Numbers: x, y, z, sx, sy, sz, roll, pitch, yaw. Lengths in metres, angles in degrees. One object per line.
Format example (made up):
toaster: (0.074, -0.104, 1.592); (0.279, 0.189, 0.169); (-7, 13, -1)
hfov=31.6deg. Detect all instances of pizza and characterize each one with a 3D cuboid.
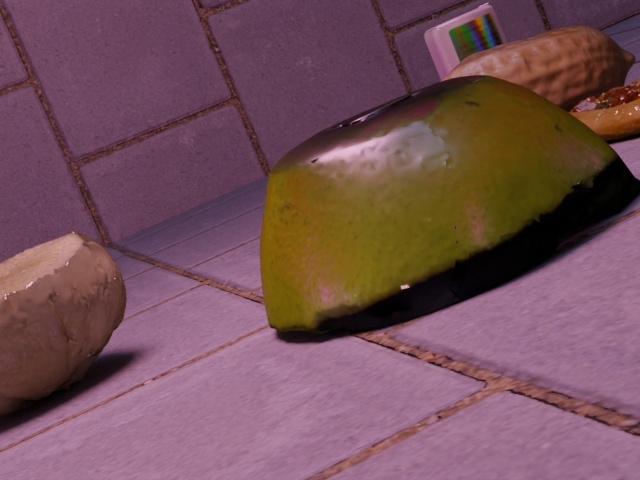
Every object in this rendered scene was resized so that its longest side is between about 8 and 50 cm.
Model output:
pizza: (0.412, -0.180, 1.468); (0.197, 0.058, 0.292); (-25, 8, -21)

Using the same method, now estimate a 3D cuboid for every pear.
pear: (0.098, -0.057, 1.132); (0.399, 0.165, 0.399); (-22, 8, 3)

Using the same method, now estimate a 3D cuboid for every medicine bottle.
medicine bottle: (0.252, -0.247, 1.760); (0.115, 0.219, 0.078); (-26, 8, -21)

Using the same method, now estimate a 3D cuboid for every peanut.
peanut: (0.315, -0.216, 1.640); (0.340, 0.158, 0.174); (-21, -36, -9)

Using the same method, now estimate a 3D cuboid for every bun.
bun: (-0.338, 0.107, 1.294); (0.259, 0.152, 0.259); (-27, 18, 10)
